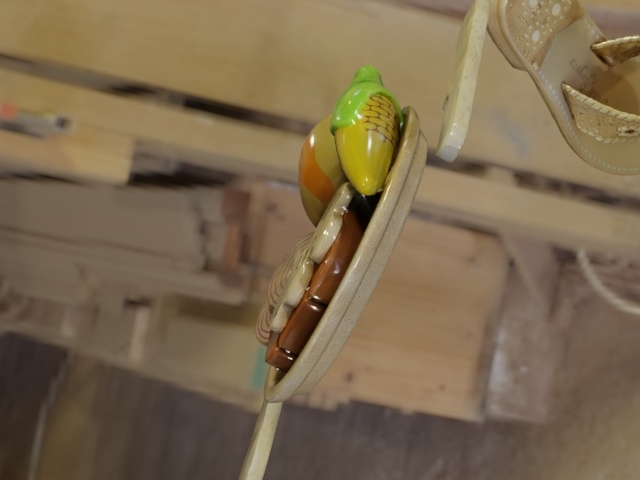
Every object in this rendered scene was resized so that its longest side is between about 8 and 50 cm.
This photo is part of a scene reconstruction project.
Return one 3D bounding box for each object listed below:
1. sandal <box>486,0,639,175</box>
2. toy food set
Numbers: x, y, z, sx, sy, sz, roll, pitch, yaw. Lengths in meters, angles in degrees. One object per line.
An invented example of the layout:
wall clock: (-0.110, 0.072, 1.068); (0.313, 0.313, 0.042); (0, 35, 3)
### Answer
sandal: (0.204, -0.103, 1.205); (0.079, 0.240, 0.088); (27, 83, 49)
toy food set: (0.000, 0.000, 0.665); (0.192, 0.038, 0.132); (-61, 7, 30)
